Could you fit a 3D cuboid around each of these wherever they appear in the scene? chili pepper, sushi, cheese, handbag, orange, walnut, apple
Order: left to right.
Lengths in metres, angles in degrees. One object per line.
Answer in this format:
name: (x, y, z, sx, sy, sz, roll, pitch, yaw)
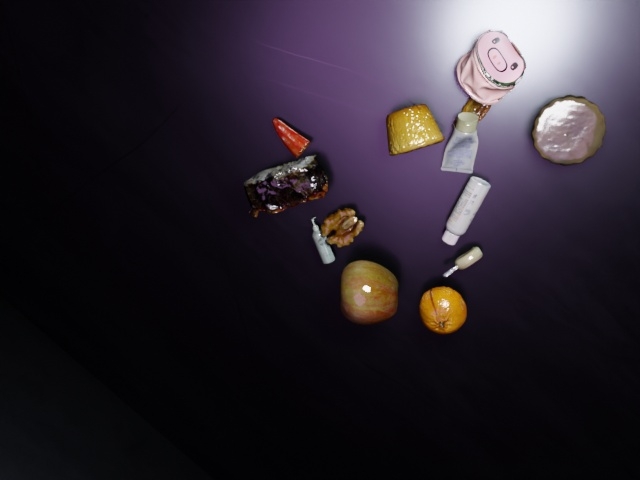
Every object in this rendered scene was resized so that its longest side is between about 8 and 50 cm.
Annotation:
sushi: (-0.146, -0.200, 1.959, 0.344, 0.196, 0.181, -17, 100, 19)
chili pepper: (-0.124, -0.404, 1.944, 0.169, 0.065, 0.088, 44, 114, -2)
walnut: (0.088, -0.052, 2.029, 0.170, 0.069, 0.142, -32, 100, 22)
apple: (0.190, 0.208, 2.008, 0.234, 0.256, 0.256, 6, 113, 7)
orange: (0.483, 0.280, 2.015, 0.194, 0.161, 0.193, 3, 109, 9)
cheese: (0.545, 0.087, 1.961, 0.171, 0.092, 0.047, -37, 84, 17)
handbag: (0.552, -0.557, 1.645, 0.179, 0.116, 0.205, -38, 92, -16)

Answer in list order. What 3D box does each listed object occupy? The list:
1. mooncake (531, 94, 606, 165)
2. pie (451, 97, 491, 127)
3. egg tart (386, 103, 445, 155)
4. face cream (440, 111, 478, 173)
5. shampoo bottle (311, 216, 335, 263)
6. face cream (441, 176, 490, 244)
mooncake: (0.818, -0.367, 1.690, 0.229, 0.124, 0.228, 5, 108, 15)
pie: (0.540, -0.461, 1.768, 0.088, 0.033, 0.191, 24, 123, -9)
egg tart: (0.322, -0.388, 1.775, 0.203, 0.202, 0.147, -13, 96, 18)
face cream: (0.501, -0.339, 1.806, 0.114, 0.070, 0.224, 8, 133, 9)
shampoo bottle: (0.000, 0.000, 2.079, 0.056, 0.056, 0.195, -18, 107, 20)
face cream: (0.533, -0.103, 1.891, 0.082, 0.082, 0.268, 24, 116, 4)
